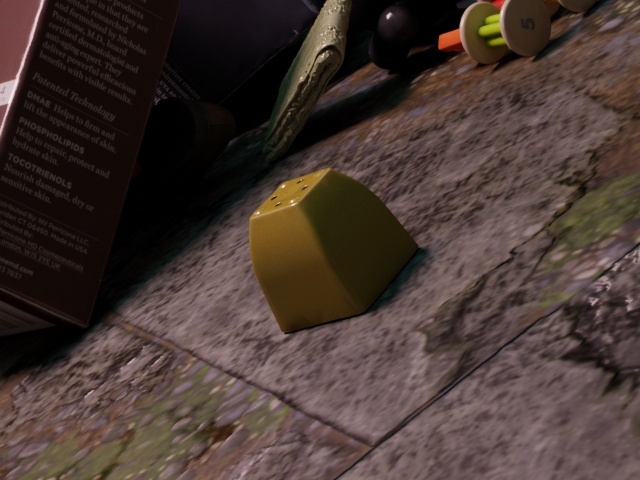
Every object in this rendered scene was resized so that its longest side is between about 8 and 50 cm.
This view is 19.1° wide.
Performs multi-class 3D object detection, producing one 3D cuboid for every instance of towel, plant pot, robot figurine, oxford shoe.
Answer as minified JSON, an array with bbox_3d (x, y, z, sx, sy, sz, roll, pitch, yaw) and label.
[{"bbox_3d":[-0.010,-0.148,1.708,0.110,0.027,0.148,-79,15,-50],"label":"towel"},{"bbox_3d":[0.000,0.000,1.286,0.081,0.083,0.081,-16,22,43],"label":"plant pot"},{"bbox_3d":[0.077,-0.288,1.750,0.173,0.209,0.278,-32,-3,-11],"label":"robot figurine"},{"bbox_3d":[-0.164,-0.060,1.800,0.227,0.083,0.096,-28,-13,35],"label":"oxford shoe"}]

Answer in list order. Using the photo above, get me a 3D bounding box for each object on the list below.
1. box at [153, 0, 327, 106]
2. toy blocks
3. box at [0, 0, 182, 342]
[{"bbox_3d":[-0.137,-0.246,1.973,0.294,0.183,0.296,-39,13,22],"label":"box"},{"bbox_3d":[0.149,-0.191,1.618,0.123,0.054,0.148,-41,18,-28],"label":"toy blocks"},{"bbox_3d":[-0.252,-0.111,1.664,0.191,0.143,0.381,-12,56,50],"label":"box"}]
